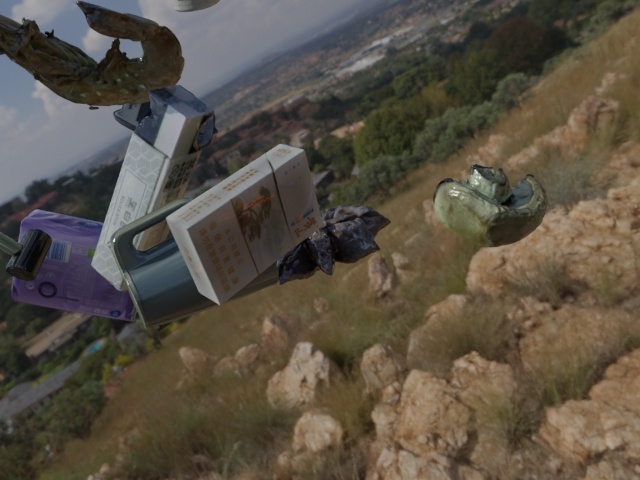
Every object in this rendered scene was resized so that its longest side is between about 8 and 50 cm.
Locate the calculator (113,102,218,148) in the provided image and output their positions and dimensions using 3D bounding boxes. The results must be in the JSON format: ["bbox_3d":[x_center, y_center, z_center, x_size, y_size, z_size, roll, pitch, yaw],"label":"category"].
[{"bbox_3d":[-0.400,-0.329,1.594,0.040,0.268,0.177,126,154,-51],"label":"calculator"}]

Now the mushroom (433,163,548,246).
[{"bbox_3d":[0.422,-0.065,1.493,0.189,0.267,0.164,115,153,-43],"label":"mushroom"}]

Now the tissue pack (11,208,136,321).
[{"bbox_3d":[-0.653,0.070,1.684,0.338,0.242,0.160,13,18,-13],"label":"tissue pack"}]

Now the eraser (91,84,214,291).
[{"bbox_3d":[-0.322,-0.088,1.127,0.404,0.096,0.098,-61,-12,30],"label":"eraser"}]

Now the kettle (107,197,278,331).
[{"bbox_3d":[-0.221,0.030,1.043,0.243,0.210,0.160,-23,27,-21],"label":"kettle"}]

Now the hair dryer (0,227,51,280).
[{"bbox_3d":[-0.629,-0.008,1.183,0.057,0.197,0.100,-11,53,29],"label":"hair dryer"}]

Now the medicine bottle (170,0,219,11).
[{"bbox_3d":[-0.360,-0.752,1.602,0.145,0.252,0.144,-5,36,4],"label":"medicine bottle"}]

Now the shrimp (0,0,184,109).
[{"bbox_3d":[-0.378,-0.310,0.992,0.247,0.085,0.360,-22,-17,30],"label":"shrimp"}]

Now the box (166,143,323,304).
[{"bbox_3d":[-0.107,-0.030,0.935,0.067,0.149,0.233,25,52,39],"label":"box"}]

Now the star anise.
[{"bbox_3d":[0.002,-0.001,1.378,0.332,0.117,0.331,-17,24,8],"label":"star anise"}]
